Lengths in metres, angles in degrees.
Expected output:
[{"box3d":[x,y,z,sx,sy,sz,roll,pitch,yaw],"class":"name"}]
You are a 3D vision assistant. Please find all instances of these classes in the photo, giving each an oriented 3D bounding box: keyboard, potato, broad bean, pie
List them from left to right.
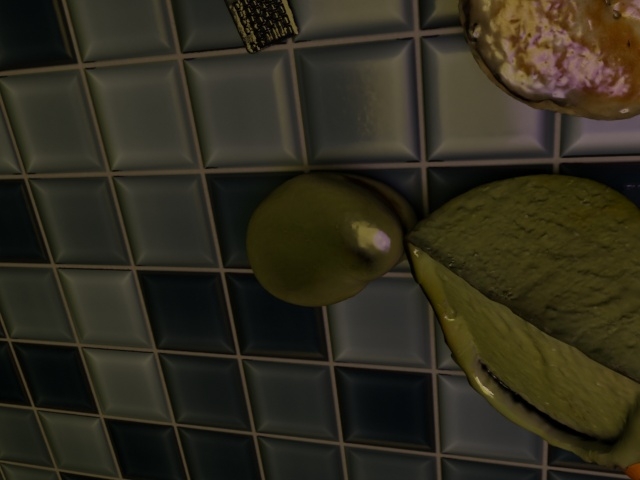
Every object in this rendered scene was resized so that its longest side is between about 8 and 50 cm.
[{"box3d":[-0.108,-0.367,0.756,0.087,0.017,0.251,-14,109,22],"class":"keyboard"},{"box3d":[0.000,0.000,0.833,0.263,0.121,0.189,-21,102,27],"class":"broad bean"},{"box3d":[0.303,0.100,0.750,0.330,0.212,0.280,34,154,40],"class":"potato"},{"box3d":[0.309,-0.289,0.626,0.338,0.077,0.340,5,112,13],"class":"pie"}]

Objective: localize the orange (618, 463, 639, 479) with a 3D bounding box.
[{"box3d":[0.462,0.247,0.774,0.193,0.161,0.194,8,121,14],"class":"orange"}]
